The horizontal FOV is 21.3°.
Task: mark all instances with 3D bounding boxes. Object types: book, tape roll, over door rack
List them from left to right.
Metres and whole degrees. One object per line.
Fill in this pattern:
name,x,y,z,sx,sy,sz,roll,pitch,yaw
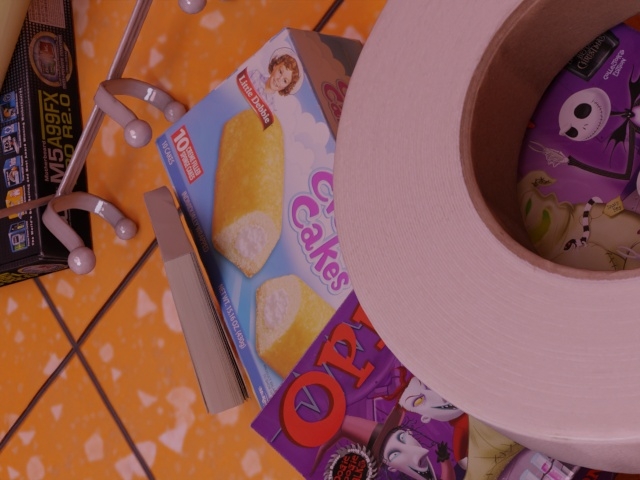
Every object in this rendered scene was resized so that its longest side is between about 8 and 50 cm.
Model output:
over door rack,-0.190,-0.097,1.244,0.108,0.324,0.240,31,106,23
book,-0.095,0.044,1.260,0.096,0.035,0.144,-116,8,-54
tape roll,0.187,-0.064,0.969,0.392,0.072,0.392,-14,63,29

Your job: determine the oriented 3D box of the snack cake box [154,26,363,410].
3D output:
snack cake box,0.000,0.000,1.217,0.152,0.089,0.264,-38,64,33

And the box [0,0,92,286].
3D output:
box,-0.304,-0.092,1.504,0.216,0.060,0.270,-13,78,38

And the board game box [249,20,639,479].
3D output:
board game box,0.130,0.038,1.034,0.347,0.056,0.208,-53,47,1

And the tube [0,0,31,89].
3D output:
tube,-0.284,-0.167,1.419,0.070,0.062,0.240,-96,28,-66
